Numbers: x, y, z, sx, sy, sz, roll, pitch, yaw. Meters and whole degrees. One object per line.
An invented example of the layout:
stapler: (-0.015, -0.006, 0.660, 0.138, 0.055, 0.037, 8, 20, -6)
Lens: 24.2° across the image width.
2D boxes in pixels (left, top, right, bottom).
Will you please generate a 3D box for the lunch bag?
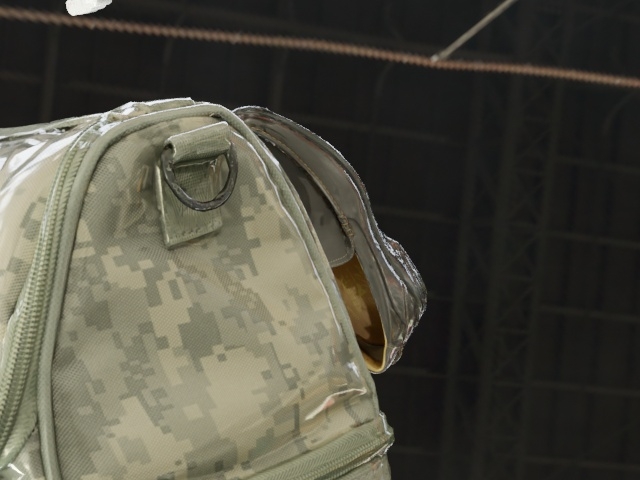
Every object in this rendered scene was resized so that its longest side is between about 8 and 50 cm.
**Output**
lunch bag: (-0.132, 0.073, 0.678, 0.212, 0.305, 0.256, -12, -84, -44)

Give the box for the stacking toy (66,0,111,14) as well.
stacking toy: (-0.074, -0.230, 1.133, 0.167, 0.221, 0.052, -23, -81, -48)

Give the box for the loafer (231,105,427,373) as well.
loafer: (0.000, 0.000, 0.818, 0.170, 0.062, 0.061, 48, -147, -21)
